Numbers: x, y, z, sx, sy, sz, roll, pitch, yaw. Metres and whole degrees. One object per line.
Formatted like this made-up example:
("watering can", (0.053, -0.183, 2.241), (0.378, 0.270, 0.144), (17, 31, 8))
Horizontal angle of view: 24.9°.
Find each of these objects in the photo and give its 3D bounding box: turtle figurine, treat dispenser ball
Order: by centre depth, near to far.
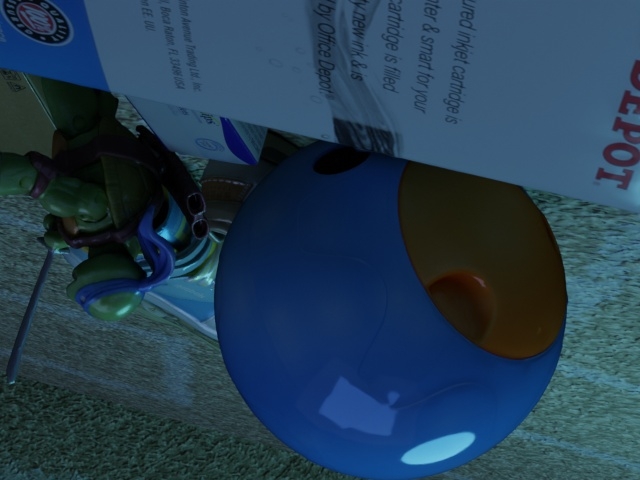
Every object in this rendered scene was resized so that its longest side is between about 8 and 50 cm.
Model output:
("turtle figurine", (-0.224, -0.059, 1.072), (0.275, 0.266, 0.198), (-22, 152, 40))
("treat dispenser ball", (0.057, 0.050, 1.185), (0.288, 0.288, 0.288), (14, 163, 4))

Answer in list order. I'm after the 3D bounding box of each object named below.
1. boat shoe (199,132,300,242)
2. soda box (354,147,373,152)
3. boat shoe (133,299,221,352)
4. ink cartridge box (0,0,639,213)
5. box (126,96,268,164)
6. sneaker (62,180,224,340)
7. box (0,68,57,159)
("boat shoe", (0.000, 0.000, 1.391), (0.302, 0.103, 0.113), (28, 159, -36))
("soda box", (0.109, -0.103, 1.026), (0.210, 0.071, 0.067), (5, 161, 30))
("boat shoe", (-0.122, 0.080, 1.750), (0.285, 0.104, 0.089), (15, 166, 5))
("ink cartridge box", (0.018, -0.178, 0.650), (0.395, 0.166, 0.285), (14, 154, 7))
("box", (-0.071, -0.139, 0.957), (0.072, 0.137, 0.126), (9, 162, 17))
("sneaker", (-0.116, 0.019, 1.519), (0.319, 0.127, 0.208), (18, 164, -12))
("box", (-0.321, -0.133, 1.316), (0.164, 0.021, 0.201), (5, 151, 16))
